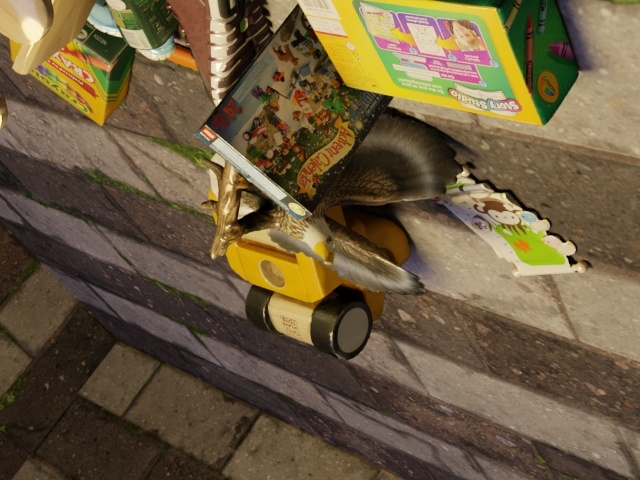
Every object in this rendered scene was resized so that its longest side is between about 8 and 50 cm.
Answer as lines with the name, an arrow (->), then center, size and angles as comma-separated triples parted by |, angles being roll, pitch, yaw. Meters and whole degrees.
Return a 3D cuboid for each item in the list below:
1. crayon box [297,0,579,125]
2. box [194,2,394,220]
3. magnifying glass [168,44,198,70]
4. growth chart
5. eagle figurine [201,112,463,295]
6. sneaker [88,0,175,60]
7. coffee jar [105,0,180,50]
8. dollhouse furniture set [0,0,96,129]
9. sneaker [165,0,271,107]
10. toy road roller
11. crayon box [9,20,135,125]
crayon box -> 0.117, -0.225, 1.152 | 0.278, 0.081, 0.165 | 18, 154, 39
box -> -0.017, -0.162, 1.285 | 0.159, 0.233, 0.044 | 39, 157, -12
magnifying glass -> -0.136, -0.247, 1.601 | 0.231, 0.026, 0.092 | 22, 156, 29
growth chart -> 0.244, -0.023, 1.496 | 0.237, 0.021, 0.172 | 39, 159, -12
eagle figurine -> 0.004, -0.039, 1.410 | 0.298, 0.225, 0.226 | 0, 160, -26
sneaker -> -0.279, -0.335, 1.602 | 0.162, 0.063, 0.073 | 29, 142, 5
coffee jar -> -0.255, -0.348, 1.453 | 0.079, 0.096, 0.184 | 20, 154, 30
dollhouse furniture set -> -0.182, -0.304, 1.088 | 0.256, 0.362, 0.394 | 38, 131, -3
sneaker -> -0.155, -0.299, 1.423 | 0.162, 0.106, 0.281 | 34, 150, 18
toy road roller -> 0.000, 0.000, 1.679 | 0.202, 0.240, 0.329 | 15, 135, 41
crayon box -> -0.416, -0.311, 1.821 | 0.202, 0.081, 0.318 | 36, 161, -2
